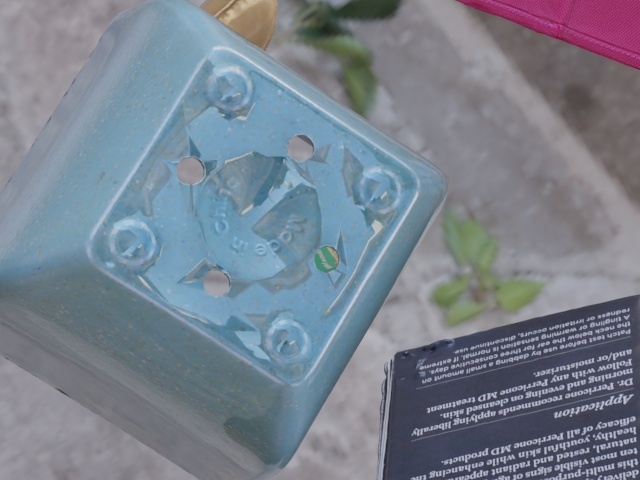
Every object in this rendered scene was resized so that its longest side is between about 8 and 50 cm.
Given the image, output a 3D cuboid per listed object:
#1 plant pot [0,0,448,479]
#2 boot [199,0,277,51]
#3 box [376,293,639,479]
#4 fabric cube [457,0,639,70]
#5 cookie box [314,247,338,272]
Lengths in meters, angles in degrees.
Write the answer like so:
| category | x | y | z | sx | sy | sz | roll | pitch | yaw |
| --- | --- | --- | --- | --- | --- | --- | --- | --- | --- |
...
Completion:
| category | x | y | z | sx | sy | sz | roll | pitch | yaw |
| --- | --- | --- | --- | --- | --- | --- | --- | --- | --- |
| plant pot | -0.063 | -0.002 | 1.166 | 0.247 | 0.252 | 0.248 | 33 | 78 | -10 |
| boot | -0.140 | -0.086 | 1.568 | 0.089 | 0.236 | 0.269 | 39 | 27 | -2 |
| box | 0.262 | 0.398 | 1.838 | 0.471 | 0.297 | 0.480 | -80 | 149 | -51 |
| fabric cube | 0.260 | -0.213 | 1.056 | 0.254 | 0.259 | 0.258 | 6 | 105 | -34 |
| cookie box | 0.000 | 0.000 | 1.826 | 0.092 | 0.107 | 0.040 | 61 | 26 | -48 |
